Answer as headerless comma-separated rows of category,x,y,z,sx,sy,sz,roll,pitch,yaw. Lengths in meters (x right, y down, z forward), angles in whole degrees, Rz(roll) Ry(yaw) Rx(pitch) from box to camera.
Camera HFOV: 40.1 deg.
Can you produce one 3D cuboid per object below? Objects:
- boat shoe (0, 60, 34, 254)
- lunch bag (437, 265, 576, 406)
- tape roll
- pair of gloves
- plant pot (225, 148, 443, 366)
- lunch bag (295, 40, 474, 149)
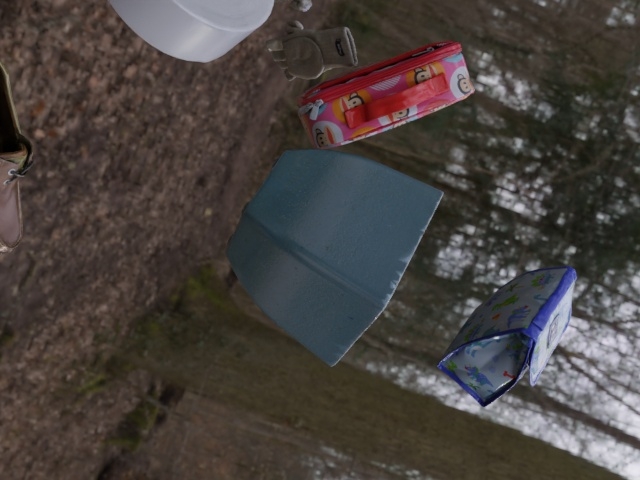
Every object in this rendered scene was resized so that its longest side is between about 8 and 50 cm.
boat shoe,-0.463,-0.111,1.232,0.111,0.104,0.307,-78,165,-57
lunch bag,0.227,0.104,1.015,0.129,0.096,0.151,-46,174,-39
tape roll,-0.208,-0.423,1.349,0.100,0.286,0.286,-26,-141,41
pair of gloves,-0.038,-0.419,1.622,0.204,0.240,0.042,-8,-159,42
plant pot,0.000,0.000,1.382,0.247,0.252,0.248,-59,-179,-33
lunch bag,0.107,-0.243,1.492,0.258,0.293,0.120,-116,-175,-78
